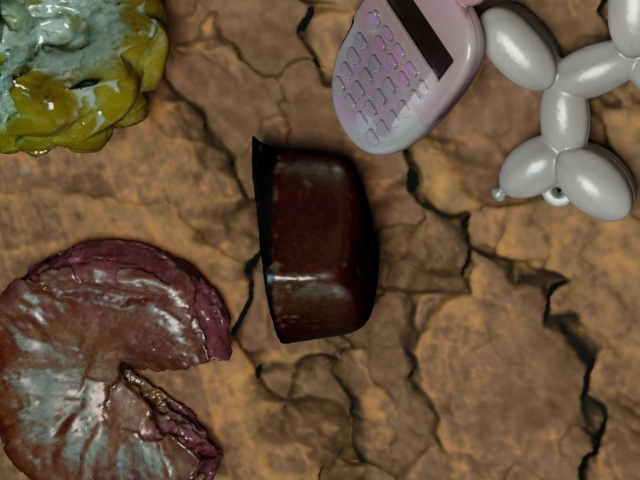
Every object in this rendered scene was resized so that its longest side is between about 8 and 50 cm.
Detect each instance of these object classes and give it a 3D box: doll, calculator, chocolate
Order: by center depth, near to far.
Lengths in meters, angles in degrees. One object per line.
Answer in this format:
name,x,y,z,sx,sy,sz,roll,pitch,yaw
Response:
doll,0.172,-0.090,0.993,0.161,0.059,0.160,-20,99,21
calculator,0.060,-0.126,1.004,0.166,0.024,0.103,-51,59,39
chocolate,0.000,0.000,1.048,0.080,0.125,0.148,-6,101,1

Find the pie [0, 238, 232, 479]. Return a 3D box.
pie,-0.161,0.108,1.156,0.204,0.054,0.218,-2,106,17

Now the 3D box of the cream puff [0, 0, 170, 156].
cream puff,-0.176,-0.124,1.062,0.121,0.156,0.156,0,113,-28
